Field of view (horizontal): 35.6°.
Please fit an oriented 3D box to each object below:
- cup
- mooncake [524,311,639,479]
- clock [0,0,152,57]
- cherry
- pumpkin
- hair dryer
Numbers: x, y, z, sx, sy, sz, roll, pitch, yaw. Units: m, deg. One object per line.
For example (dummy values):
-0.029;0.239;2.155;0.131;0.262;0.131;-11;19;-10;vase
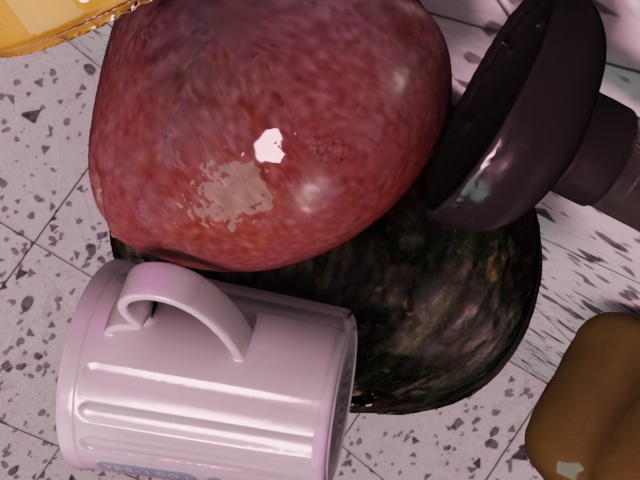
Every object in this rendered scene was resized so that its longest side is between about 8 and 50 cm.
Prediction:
-0.084;0.108;0.751;0.202;0.167;0.221;9;176;8;cup
0.483;0.305;1.269;0.467;0.262;0.467;37;176;3;mooncake
-0.139;-0.216;0.523;0.317;0.244;0.200;24;153;52;clock
-0.041;-0.101;0.695;0.221;0.307;0.261;21;-151;-44;cherry
0.000;0.000;1.021;0.454;0.344;0.454;26;169;6;pumpkin
0.244;-0.055;0.529;0.320;0.156;0.284;22;155;2;hair dryer
